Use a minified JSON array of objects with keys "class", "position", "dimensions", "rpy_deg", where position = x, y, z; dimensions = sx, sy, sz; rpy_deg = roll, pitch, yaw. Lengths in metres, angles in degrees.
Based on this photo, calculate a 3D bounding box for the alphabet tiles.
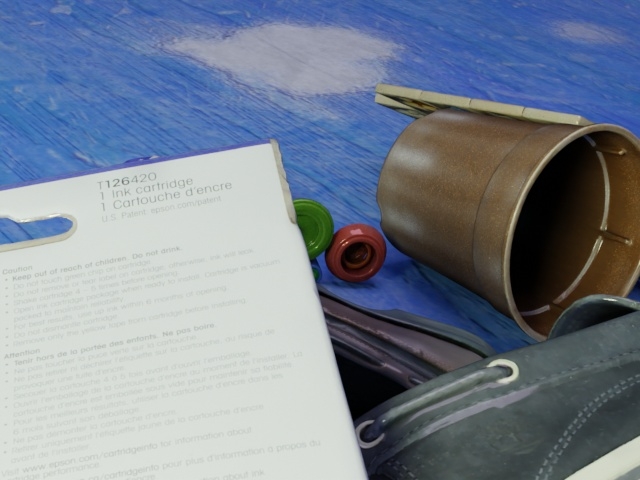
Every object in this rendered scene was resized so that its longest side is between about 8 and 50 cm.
[{"class":"alphabet tiles","position":[0.220,-0.083,1.237],"dimensions":[0.285,0.011,0.342],"rpy_deg":[16,0,-43]}]

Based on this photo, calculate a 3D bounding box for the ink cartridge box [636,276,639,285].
[{"class":"ink cartridge box","position":[0.361,0.015,1.199],"dimensions":[0.207,0.046,0.097],"rpy_deg":[-8,27,-36]}]

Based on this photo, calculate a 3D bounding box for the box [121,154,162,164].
[{"class":"box","position":[-0.106,-0.037,1.159],"dimensions":[0.136,0.028,0.081],"rpy_deg":[12,22,12]}]

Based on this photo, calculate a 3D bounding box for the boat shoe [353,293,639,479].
[{"class":"boat shoe","position":[0.193,0.098,0.758],"dimensions":[0.500,0.187,0.156],"rpy_deg":[-17,40,-38]}]

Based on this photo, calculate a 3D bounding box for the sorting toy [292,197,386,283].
[{"class":"sorting toy","position":[0.000,0.000,1.069],"dimensions":[0.102,0.061,0.042],"rpy_deg":[26,15,-22]}]

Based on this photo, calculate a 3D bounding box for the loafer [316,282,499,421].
[{"class":"loafer","position":[-0.016,0.077,0.842],"dimensions":[0.267,0.096,0.084],"rpy_deg":[11,28,-3]}]

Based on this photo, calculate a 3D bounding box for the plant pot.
[{"class":"plant pot","position":[0.141,-0.023,1.073],"dimensions":[0.167,0.167,0.165],"rpy_deg":[-9,21,-38]}]

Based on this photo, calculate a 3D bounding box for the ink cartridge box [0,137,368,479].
[{"class":"ink cartridge box","position":[-0.139,0.089,0.618],"dimensions":[0.303,0.072,0.307],"rpy_deg":[-10,37,-4]}]
